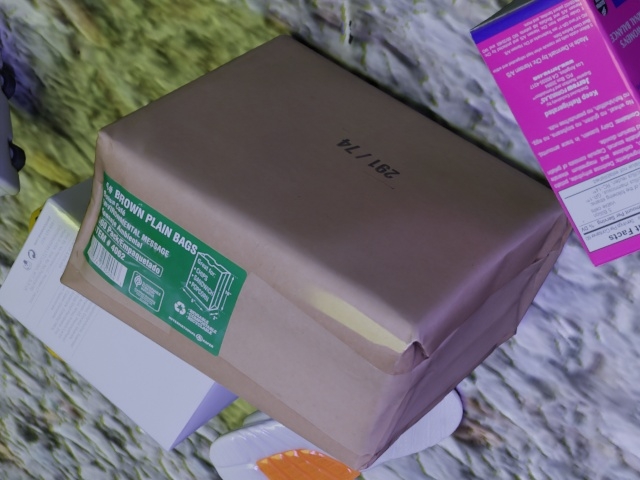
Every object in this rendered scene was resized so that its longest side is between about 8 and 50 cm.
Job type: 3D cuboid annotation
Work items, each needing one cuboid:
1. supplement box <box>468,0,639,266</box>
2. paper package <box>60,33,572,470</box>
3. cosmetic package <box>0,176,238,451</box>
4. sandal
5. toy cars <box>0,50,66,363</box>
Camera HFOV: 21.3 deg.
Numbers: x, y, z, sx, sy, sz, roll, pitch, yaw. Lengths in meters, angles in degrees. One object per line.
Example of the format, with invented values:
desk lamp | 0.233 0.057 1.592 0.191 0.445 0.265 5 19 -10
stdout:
supplement box | 0.234 -0.107 1.378 0.114 0.111 0.220 -22 100 38
paper package | 0.000 0.000 1.457 0.325 0.309 0.168 32 125 17
cosmetic package | -0.141 0.046 1.618 0.224 0.224 0.138 39 121 11
sandal | 0.020 0.186 1.697 0.265 0.076 0.102 -18 118 17
toy cars | -0.316 -0.033 1.724 0.087 0.176 0.394 -24 99 17
